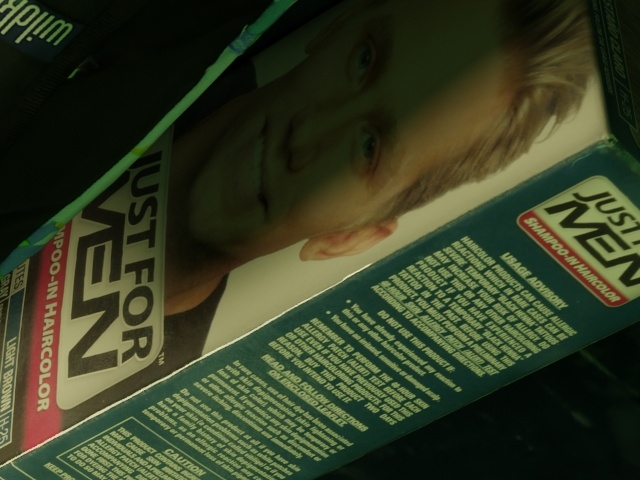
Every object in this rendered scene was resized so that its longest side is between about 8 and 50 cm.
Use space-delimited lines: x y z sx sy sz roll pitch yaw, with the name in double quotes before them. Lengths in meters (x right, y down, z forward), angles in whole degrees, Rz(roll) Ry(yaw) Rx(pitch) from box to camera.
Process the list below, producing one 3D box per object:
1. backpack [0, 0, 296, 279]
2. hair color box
"backpack" -0.184 -0.099 0.674 0.290 0.273 0.355 24 111 -30
"hair color box" 0.000 0.000 0.828 0.347 0.174 0.105 -29 131 26
